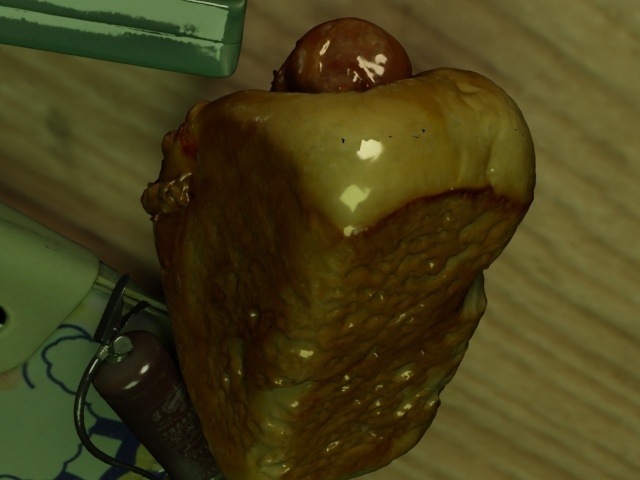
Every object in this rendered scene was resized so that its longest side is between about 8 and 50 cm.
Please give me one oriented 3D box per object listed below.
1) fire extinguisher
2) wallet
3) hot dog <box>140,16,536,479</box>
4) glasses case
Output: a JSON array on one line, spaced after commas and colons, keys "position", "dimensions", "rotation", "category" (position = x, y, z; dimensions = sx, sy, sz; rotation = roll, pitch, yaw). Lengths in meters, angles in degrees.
[{"position": [-0.087, 0.098, 0.872], "dimensions": [0.045, 0.078, 0.157], "rotation": [11, 145, 41], "category": "fire extinguisher"}, {"position": [-0.215, 0.071, 0.884], "dimensions": [0.309, 0.077, 0.223], "rotation": [27, 111, -29], "category": "wallet"}, {"position": [0.000, 0.000, 0.805], "dimensions": [0.150, 0.153, 0.256], "rotation": [-11, 141, -26], "category": "hot dog"}, {"position": [-0.127, -0.122, 0.777], "dimensions": [0.184, 0.078, 0.039], "rotation": [9, 118, -5], "category": "glasses case"}]
